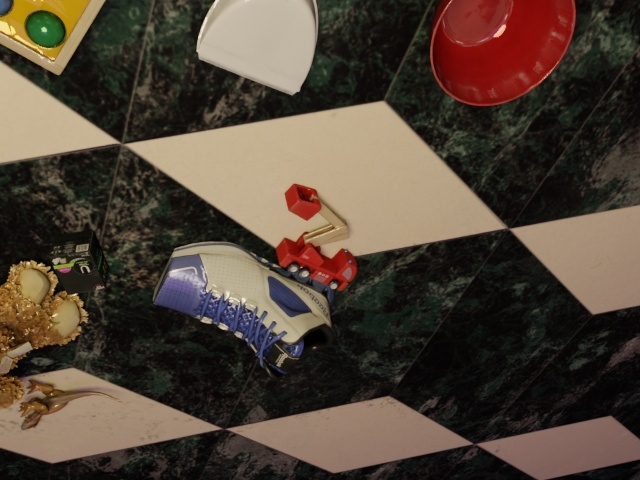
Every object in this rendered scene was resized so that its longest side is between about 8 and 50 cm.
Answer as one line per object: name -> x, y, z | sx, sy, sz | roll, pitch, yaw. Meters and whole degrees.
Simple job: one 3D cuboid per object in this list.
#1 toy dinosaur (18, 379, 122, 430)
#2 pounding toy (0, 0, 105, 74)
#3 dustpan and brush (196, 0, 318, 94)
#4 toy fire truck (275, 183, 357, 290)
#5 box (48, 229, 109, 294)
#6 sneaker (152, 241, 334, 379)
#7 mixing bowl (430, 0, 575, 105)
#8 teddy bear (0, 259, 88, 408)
toy dinosaur -> -0.494, 0.299, 1.160 | 0.212, 0.064, 0.112 | -23, 151, 19
pounding toy -> -0.321, -0.306, 0.631 | 0.206, 0.094, 0.181 | 28, 120, -32
dustpan and brush -> -0.045, -0.294, 0.741 | 0.147, 0.060, 0.211 | 16, 132, -27
toy fire truck -> 0.000, 0.000, 1.008 | 0.192, 0.047, 0.135 | 25, 120, -31
box -> -0.369, 0.034, 0.949 | 0.062, 0.052, 0.083 | -8, 133, -4
sneaker -> -0.102, 0.118, 0.998 | 0.316, 0.182, 0.127 | 13, 125, -23
mixing bowl -> 0.214, -0.274, 0.782 | 0.182, 0.098, 0.181 | -6, 131, -7
teddy bear -> -0.534, 0.165, 0.953 | 0.338, 0.113, 0.245 | -48, 146, 0
